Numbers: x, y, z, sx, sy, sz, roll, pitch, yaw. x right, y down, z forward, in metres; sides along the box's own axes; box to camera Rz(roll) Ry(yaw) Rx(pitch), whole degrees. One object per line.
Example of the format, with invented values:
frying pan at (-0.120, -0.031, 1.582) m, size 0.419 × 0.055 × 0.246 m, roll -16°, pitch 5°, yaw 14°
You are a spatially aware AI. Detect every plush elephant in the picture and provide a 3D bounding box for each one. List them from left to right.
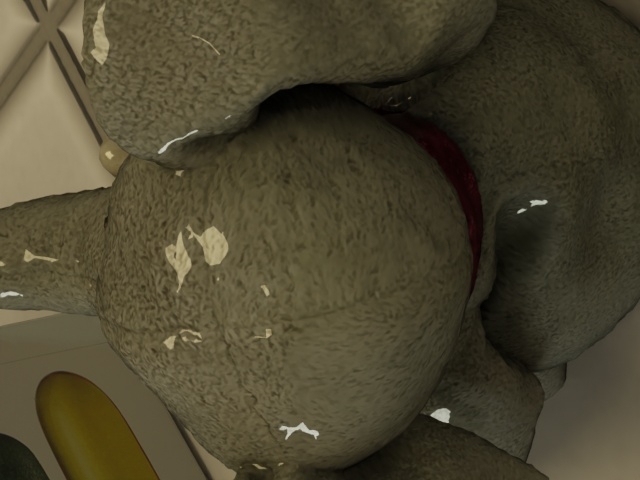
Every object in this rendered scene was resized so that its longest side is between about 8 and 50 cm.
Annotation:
plush elephant at (0.000, 0.000, 0.608) m, size 0.330 × 0.255 × 0.272 m, roll 4°, pitch 101°, yaw 46°

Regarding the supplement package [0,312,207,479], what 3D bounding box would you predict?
supplement package at (-0.161, 0.204, 0.860) m, size 0.262 × 0.199 × 0.198 m, roll 58°, pitch 133°, yaw 21°
